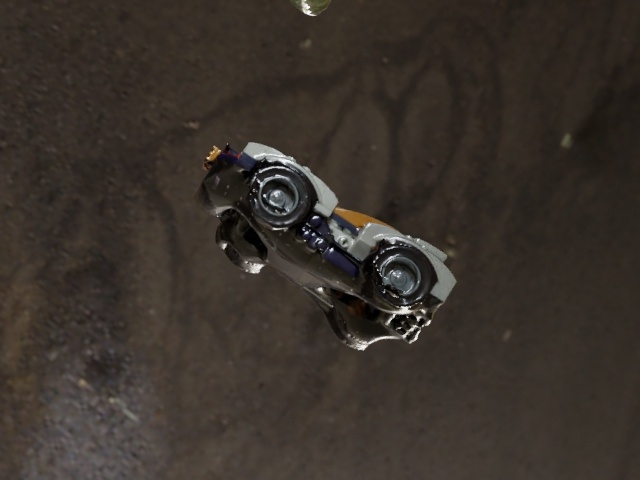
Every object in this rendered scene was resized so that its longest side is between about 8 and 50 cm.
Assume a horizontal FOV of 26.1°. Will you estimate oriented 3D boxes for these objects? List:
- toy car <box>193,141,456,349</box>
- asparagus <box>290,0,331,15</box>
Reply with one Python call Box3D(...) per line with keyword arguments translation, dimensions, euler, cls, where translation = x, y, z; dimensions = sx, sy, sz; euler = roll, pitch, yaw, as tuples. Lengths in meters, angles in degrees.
Box3D(translation=(0.000, -0.002, 1.480), dimensions=(0.118, 0.301, 0.193), euler=(-55, -178, -18), cls="toy car")
Box3D(translation=(-0.034, -0.412, 1.755), dimensions=(0.082, 0.085, 0.343), euler=(-9, 152, 5), cls="asparagus")
